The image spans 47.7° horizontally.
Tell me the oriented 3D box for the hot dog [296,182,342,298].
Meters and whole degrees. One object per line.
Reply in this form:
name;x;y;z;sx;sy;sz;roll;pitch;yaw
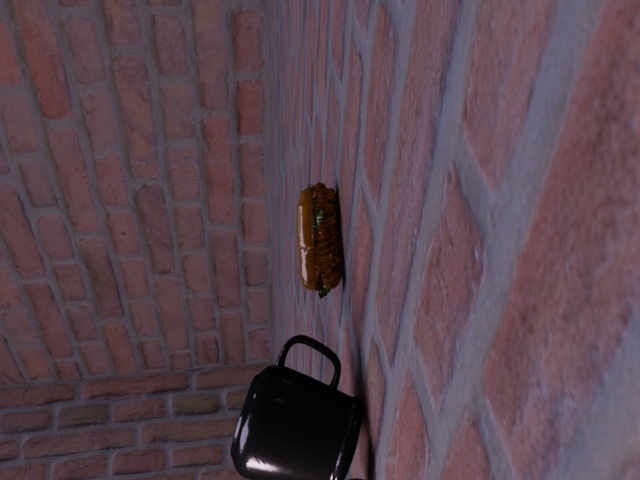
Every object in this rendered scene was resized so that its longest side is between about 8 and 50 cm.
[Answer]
hot dog;0.000;0.000;1.171;0.055;0.072;0.188;-12;81;61

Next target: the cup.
cup;-0.026;0.257;1.067;0.169;0.176;0.223;-24;-49;-83

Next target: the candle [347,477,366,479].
candle;0.052;0.405;1.042;0.052;0.052;0.131;-106;14;-61
